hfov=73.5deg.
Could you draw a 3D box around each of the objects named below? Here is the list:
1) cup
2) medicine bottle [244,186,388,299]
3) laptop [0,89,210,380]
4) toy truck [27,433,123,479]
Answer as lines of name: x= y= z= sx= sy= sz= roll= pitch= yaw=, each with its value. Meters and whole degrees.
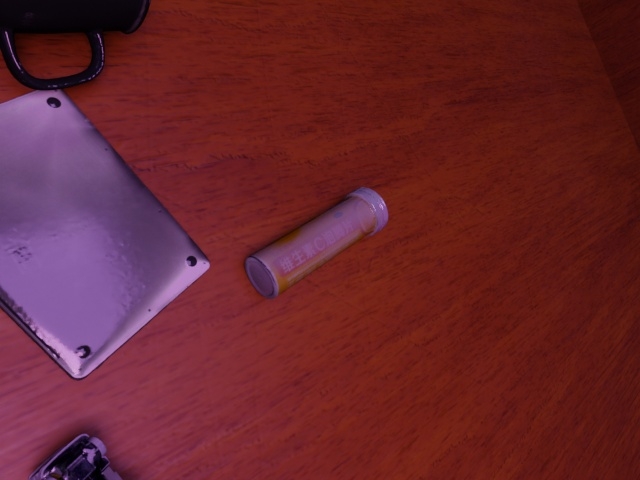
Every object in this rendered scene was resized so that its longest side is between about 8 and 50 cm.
cup: x=-0.273 y=-0.272 z=0.439 sx=0.176 sy=0.169 sz=0.223 roll=-20 pitch=117 yaw=-45
medicine bottle: x=0.000 y=0.000 z=0.590 sx=0.218 sy=0.074 sz=0.074 roll=-33 pitch=95 yaw=-35
laptop: x=-0.262 y=-0.019 z=0.443 sx=0.269 sy=0.015 sz=0.188 roll=52 pitch=53 yaw=-10
toy truck: x=-0.201 y=0.237 z=0.379 sx=0.123 sy=0.062 sz=0.052 roll=57 pitch=31 yaw=-7
